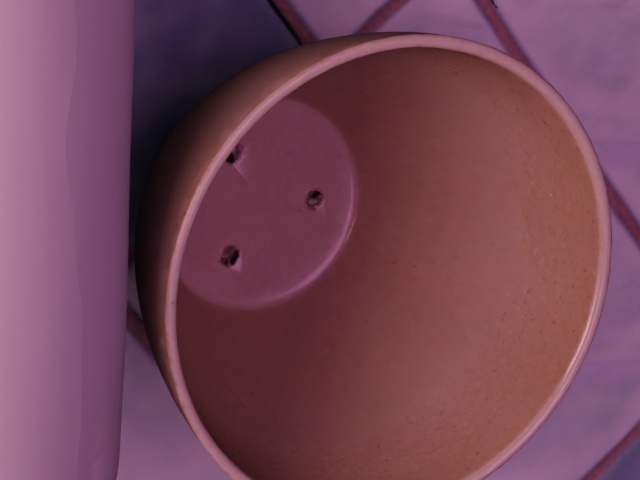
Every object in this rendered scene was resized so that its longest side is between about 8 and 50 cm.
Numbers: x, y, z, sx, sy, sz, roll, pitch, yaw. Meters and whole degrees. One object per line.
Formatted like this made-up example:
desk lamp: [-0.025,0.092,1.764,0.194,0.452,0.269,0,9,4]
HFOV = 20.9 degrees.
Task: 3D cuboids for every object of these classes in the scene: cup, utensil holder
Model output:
cup: [0.000,0.000,1.224,0.331,0.237,0.331,-9,109,-26]
utensil holder: [-0.270,-0.036,1.027,0.328,0.327,0.385,-6,111,-26]
